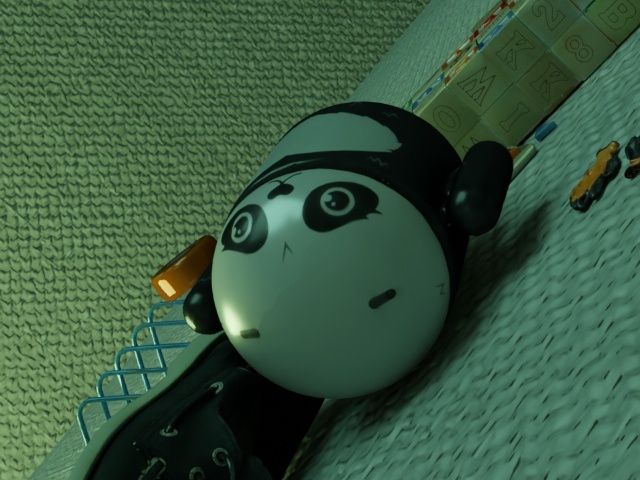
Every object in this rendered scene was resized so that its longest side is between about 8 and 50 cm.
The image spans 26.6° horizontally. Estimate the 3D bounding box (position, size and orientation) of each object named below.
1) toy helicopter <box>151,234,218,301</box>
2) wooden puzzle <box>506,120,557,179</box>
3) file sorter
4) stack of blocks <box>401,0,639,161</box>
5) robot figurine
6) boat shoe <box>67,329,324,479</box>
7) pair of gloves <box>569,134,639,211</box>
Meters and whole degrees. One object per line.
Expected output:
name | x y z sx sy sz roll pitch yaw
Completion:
toy helicopter | 0.000 0.000 1.366 0.235 0.140 0.355 -42 8 -32
wooden puzzle | 0.150 -0.057 1.155 0.116 0.014 0.078 -48 8 -8
file sorter | -0.117 0.134 1.143 0.104 0.118 0.170 -5 25 19
stack of blocks | 0.188 -0.173 1.255 0.297 0.087 0.171 -46 7 13
robot figurine | 0.021 -0.003 0.987 0.209 0.173 0.278 -64 -1 26
boat shoe | -0.074 0.166 0.929 0.113 0.127 0.340 -2 19 19
pair of gloves | 0.197 -0.055 0.888 0.083 0.010 0.074 -39 11 46
